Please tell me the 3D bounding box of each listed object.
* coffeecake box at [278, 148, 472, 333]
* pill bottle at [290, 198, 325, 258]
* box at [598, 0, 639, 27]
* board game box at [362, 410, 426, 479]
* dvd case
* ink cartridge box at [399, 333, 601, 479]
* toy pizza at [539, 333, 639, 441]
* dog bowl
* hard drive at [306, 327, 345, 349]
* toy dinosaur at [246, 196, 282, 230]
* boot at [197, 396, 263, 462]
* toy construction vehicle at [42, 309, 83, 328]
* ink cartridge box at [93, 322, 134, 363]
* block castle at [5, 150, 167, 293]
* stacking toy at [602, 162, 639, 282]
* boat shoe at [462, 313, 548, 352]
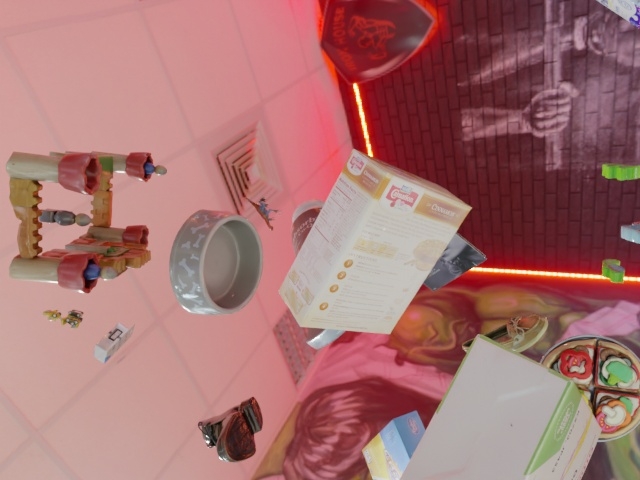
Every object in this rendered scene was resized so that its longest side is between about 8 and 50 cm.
[{"bbox_3d":[0.060,0.011,0.496,0.142,0.068,0.185,14,-67,-38],"label":"coffeecake box"},{"bbox_3d":[0.000,0.000,1.615,0.363,0.210,0.210,-109,0,-59],"label":"pill bottle"},{"bbox_3d":[0.642,-0.527,0.914,0.072,0.137,0.126,-50,-20,27],"label":"box"},{"bbox_3d":[0.204,0.567,1.028,0.316,0.064,0.242,103,150,-52],"label":"board game box"},{"bbox_3d":[0.262,0.028,1.054,0.221,0.164,0.018,35,-143,-22],"label":"dvd case"},{"bbox_3d":[0.270,0.293,0.594,0.353,0.119,0.207,40,-103,-44],"label":"ink cartridge box"},{"bbox_3d":[0.511,0.278,0.822,0.032,0.202,0.201,16,-102,-79],"label":"toy pizza"},{"bbox_3d":[-0.303,0.071,1.363,0.349,0.102,0.348,-11,-78,-62],"label":"dog bowl"},{"bbox_3d":[0.018,0.235,1.378,0.054,0.254,0.171,13,-120,-16],"label":"hard drive"},{"bbox_3d":[-0.137,-0.060,1.057,0.047,0.090,0.082,96,175,-51],"label":"toy dinosaur"},{"bbox_3d":[-0.174,0.354,0.785,0.219,0.106,0.082,58,-171,-84],"label":"boot"},{"bbox_3d":[-0.697,0.215,1.199,0.086,0.098,0.035,-145,72,-83],"label":"toy construction vehicle"},{"bbox_3d":[-0.424,0.205,0.903,0.048,0.028,0.083,-59,-1,38],"label":"ink cartridge box"},{"bbox_3d":[-0.531,-0.068,1.073,0.453,0.213,0.302,-114,31,-78],"label":"block castle"},{"bbox_3d":[0.433,-0.003,0.541,0.221,0.052,0.166,-104,6,-73],"label":"stacking toy"},{"bbox_3d":[0.327,0.171,0.781,0.048,0.153,0.056,43,-145,-9],"label":"boat shoe"}]
